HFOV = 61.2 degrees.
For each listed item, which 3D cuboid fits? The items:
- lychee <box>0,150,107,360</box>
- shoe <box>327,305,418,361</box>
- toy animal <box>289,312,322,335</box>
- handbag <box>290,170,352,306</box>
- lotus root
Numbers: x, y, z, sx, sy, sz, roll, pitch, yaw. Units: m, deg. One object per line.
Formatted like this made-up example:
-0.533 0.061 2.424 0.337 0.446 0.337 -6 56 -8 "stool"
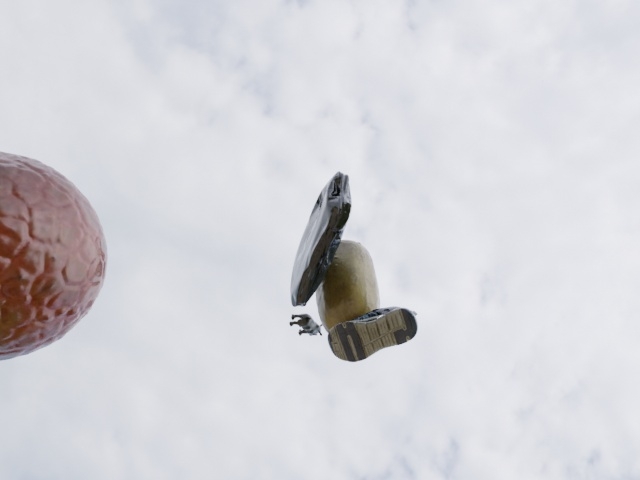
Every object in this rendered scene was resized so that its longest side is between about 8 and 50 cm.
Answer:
-0.375 0.011 0.625 0.255 0.300 0.255 1 -87 9 "lychee"
0.117 0.202 1.195 0.207 0.106 0.092 -19 -92 9 "shoe"
-0.034 0.246 1.544 0.065 0.047 0.136 -12 -37 18 "toy animal"
0.001 -0.002 1.262 0.075 0.192 0.332 18 -51 -11 "handbag"
0.066 0.141 1.361 0.151 0.343 0.169 30 -54 -30 "lotus root"
